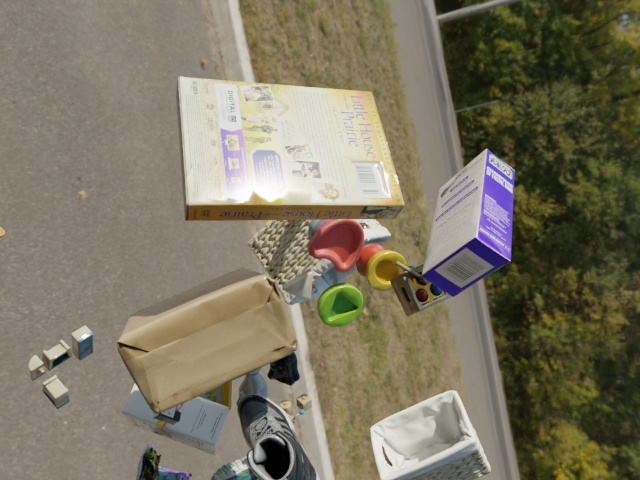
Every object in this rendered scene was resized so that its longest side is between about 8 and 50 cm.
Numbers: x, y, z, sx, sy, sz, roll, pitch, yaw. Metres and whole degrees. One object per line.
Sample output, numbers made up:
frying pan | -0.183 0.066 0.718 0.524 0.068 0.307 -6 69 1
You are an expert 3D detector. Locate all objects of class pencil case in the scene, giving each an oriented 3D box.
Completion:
pencil case | -0.527 0.817 1.824 0.064 0.152 0.070 -26 118 -67

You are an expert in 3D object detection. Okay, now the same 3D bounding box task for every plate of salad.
plate of salad | -0.548 0.759 1.698 0.200 0.048 0.199 178 -90 -90

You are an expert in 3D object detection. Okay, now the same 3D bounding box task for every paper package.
paper package | -0.242 0.190 1.111 0.168 0.310 0.325 70 -15 -6

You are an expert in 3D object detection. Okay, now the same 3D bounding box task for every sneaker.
sneaker | -0.188 0.576 1.292 0.065 0.167 0.076 172 -102 -75
sneaker | -0.099 0.388 1.032 0.268 0.101 0.153 47 -14 39

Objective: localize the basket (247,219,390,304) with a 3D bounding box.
basket | 0.000 0.000 1.757 0.266 0.331 0.328 52 23 14

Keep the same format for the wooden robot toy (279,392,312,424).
wooden robot toy | -0.088 0.435 1.233 0.173 0.076 0.078 -38 135 -45

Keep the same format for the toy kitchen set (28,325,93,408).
toy kitchen set | -0.781 0.408 1.660 0.207 0.166 0.122 -36 159 -41

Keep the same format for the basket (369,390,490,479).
basket | 0.182 0.346 0.872 0.103 0.167 0.113 55 13 -28

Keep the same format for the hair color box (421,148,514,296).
hair color box | 0.364 -0.048 1.278 0.110 0.185 0.338 33 46 -13

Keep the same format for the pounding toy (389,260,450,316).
pounding toy | 0.259 0.114 1.411 0.141 0.130 0.100 65 -27 10

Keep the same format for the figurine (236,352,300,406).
figurine | -0.151 0.349 1.485 0.215 0.092 0.209 -35 136 -42

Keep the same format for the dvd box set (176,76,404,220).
dvd box set | -0.064 -0.183 1.054 0.062 0.421 0.307 120 -37 -56

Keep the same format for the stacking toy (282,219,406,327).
stacking toy | 0.046 0.069 1.452 0.309 0.279 0.130 40 5 -32

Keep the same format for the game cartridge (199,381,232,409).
game cartridge | -0.478 0.507 2.000 0.052 0.286 0.323 -101 -165 -64

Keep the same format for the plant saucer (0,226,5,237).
plant saucer | -0.932 -0.031 1.480 0.013 0.084 0.083 -64 168 15

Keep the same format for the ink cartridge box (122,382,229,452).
ink cartridge box | -0.422 0.521 1.562 0.201 0.278 0.117 110 0 -59
